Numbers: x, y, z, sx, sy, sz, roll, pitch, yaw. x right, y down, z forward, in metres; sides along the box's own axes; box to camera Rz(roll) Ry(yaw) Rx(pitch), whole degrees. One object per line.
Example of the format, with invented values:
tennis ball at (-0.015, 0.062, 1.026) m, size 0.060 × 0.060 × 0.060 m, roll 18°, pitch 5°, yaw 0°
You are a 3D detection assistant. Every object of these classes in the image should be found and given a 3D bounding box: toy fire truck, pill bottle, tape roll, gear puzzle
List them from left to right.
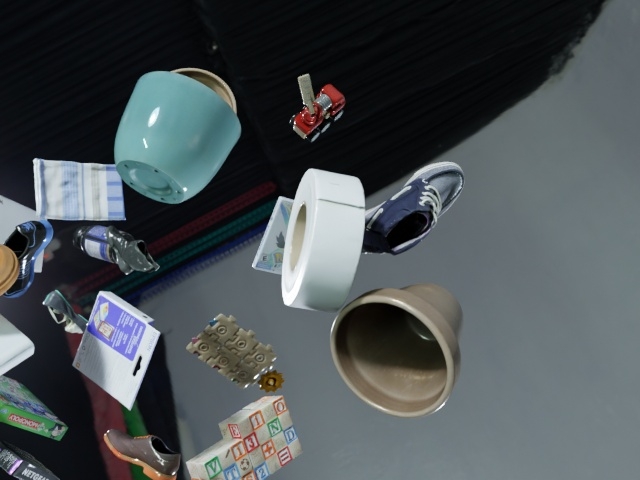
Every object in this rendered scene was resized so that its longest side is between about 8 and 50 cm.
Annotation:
pill bottle at (-0.815, 0.009, 2.340) m, size 0.219 × 0.122 × 0.122 m, roll 14°, pitch 152°, yaw 26°
gear puzzle at (-0.237, 0.361, 1.943) m, size 0.339 × 0.175 × 0.044 m, roll 42°, pitch -171°, yaw -23°
toy fire truck at (-0.012, -0.531, 2.374) m, size 0.158 × 0.217 × 0.246 m, roll 44°, pitch 159°, yaw 5°
tape roll at (0.000, 0.000, 1.263) m, size 0.286 × 0.100 × 0.286 m, roll -170°, pitch 90°, yaw -78°

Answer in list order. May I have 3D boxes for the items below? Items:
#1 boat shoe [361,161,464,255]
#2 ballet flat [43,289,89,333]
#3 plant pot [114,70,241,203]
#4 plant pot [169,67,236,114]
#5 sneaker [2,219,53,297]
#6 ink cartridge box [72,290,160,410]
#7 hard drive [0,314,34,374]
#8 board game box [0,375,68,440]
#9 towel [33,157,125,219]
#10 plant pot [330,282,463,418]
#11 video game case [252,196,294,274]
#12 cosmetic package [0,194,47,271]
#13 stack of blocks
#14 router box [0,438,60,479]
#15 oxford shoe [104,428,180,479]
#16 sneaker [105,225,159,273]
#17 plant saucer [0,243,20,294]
boat shoe at (0.233, -0.069, 1.411) m, size 0.127 × 0.341 × 0.158 m, roll 61°, pitch 160°, yaw -19°
ballet flat at (-0.800, 0.247, 1.986) m, size 0.203 × 0.074 × 0.074 m, roll 54°, pitch -179°, yaw -27°
plant pot at (-0.380, -0.238, 1.577) m, size 0.293 × 0.293 × 0.235 m, roll 65°, pitch -141°, yaw -55°
plant pot at (-0.341, -0.324, 1.652) m, size 0.237 × 0.237 × 0.110 m, roll 61°, pitch 166°, yaw 9°
sneaker at (-0.733, 0.047, 1.501) m, size 0.081 × 0.232 × 0.090 m, roll 37°, pitch -162°, yaw 14°
ink cartridge box at (-0.470, 0.255, 1.464) m, size 0.208 × 0.206 × 0.045 m, roll 28°, pitch -170°, yaw 25°
hard drive at (-0.780, 0.237, 1.198) m, size 0.233 × 0.353 × 0.047 m, roll 36°, pitch 130°, yaw 13°
board game box at (-0.863, 0.437, 1.724) m, size 0.317 × 0.046 × 0.213 m, roll 18°, pitch 163°, yaw 41°
towel at (-0.797, -0.168, 2.072) m, size 0.034 × 0.285 × 0.209 m, roll -30°, pitch 64°, yaw 54°
plant pot at (0.189, 0.193, 1.282) m, size 0.229 × 0.263 × 0.263 m, roll -30°, pitch -88°, yaw -52°
video game case at (-0.065, 0.007, 2.436) m, size 0.329 × 0.299 × 0.036 m, roll 14°, pitch -163°, yaw -28°
cosmetic package at (-1.066, -0.026, 2.021) m, size 0.385 × 0.156 × 0.217 m, roll 48°, pitch -138°, yaw -76°
stack of blocks at (-0.203, 0.555, 1.658) m, size 0.087 × 0.297 × 0.171 m, roll -17°, pitch 94°, yaw 46°
router box at (-0.766, 0.571, 1.595) m, size 0.133 × 0.046 × 0.179 m, roll 23°, pitch 153°, yaw 27°
oxford shoe at (-0.523, 0.612, 1.850) m, size 0.272 × 0.098 × 0.097 m, roll 21°, pitch 180°, yaw 21°
sneaker at (-0.486, 0.019, 1.607) m, size 0.170 × 0.089 × 0.051 m, roll 62°, pitch -166°, yaw 17°
plant saucer at (-0.728, 0.062, 1.280) m, size 0.200 × 0.200 × 0.037 m, roll -121°, pitch 27°, yaw -43°
